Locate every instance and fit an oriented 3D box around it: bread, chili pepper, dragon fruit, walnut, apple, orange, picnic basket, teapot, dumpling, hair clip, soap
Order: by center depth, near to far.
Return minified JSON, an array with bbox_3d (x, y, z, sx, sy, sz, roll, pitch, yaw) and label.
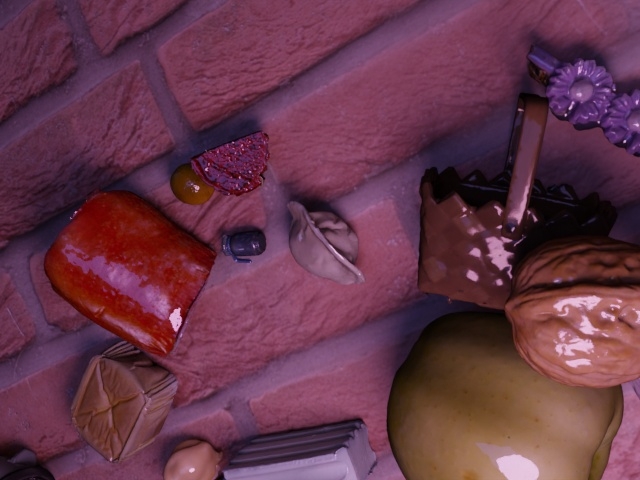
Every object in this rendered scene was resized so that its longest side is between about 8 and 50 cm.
[{"bbox_3d":[0.338,0.089,0.869,0.213,0.213,0.214,2,95,21],"label":"walnut"},{"bbox_3d":[0.272,0.278,1.048,0.356,0.357,0.358,2,95,21],"label":"apple"},{"bbox_3d":[0.301,-0.062,1.053,0.291,0.254,0.321,10,105,13],"label":"picnic basket"},{"bbox_3d":[0.447,-0.214,1.081,0.292,0.084,0.106,33,94,11],"label":"hair clip"},{"bbox_3d":[0.003,-0.001,1.228,0.181,0.155,0.111,15,70,27],"label":"dumpling"},{"bbox_3d":[-0.034,0.422,1.281,0.261,0.150,0.094,-15,95,21],"label":"soap"},{"bbox_3d":[-0.157,-0.144,1.319,0.162,0.083,0.107,-21,101,9],"label":"dragon fruit"},{"bbox_3d":[-0.147,0.010,1.346,0.083,0.063,0.049,-4,62,24],"label":"teapot"},{"bbox_3d":[-0.255,-0.114,1.353,0.095,0.085,0.085,24,103,28],"label":"orange"},{"bbox_3d":[-0.357,0.067,1.361,0.305,0.229,0.251,32,67,3],"label":"chili pepper"},{"bbox_3d":[-0.414,0.337,1.440,0.192,0.109,0.210,29,104,23],"label":"bread"}]

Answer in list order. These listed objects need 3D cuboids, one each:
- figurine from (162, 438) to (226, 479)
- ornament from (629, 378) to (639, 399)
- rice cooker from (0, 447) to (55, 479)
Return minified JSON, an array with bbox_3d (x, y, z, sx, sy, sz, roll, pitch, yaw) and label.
[{"bbox_3d":[-0.231,0.496,1.400,0.196,0.108,0.114,44,119,-7],"label":"figurine"},{"bbox_3d":[0.588,0.144,0.933,0.336,0.337,0.338,2,95,21],"label":"ornament"},{"bbox_3d":[-0.738,0.605,1.509,0.316,0.264,0.317,-8,51,10],"label":"rice cooker"}]
